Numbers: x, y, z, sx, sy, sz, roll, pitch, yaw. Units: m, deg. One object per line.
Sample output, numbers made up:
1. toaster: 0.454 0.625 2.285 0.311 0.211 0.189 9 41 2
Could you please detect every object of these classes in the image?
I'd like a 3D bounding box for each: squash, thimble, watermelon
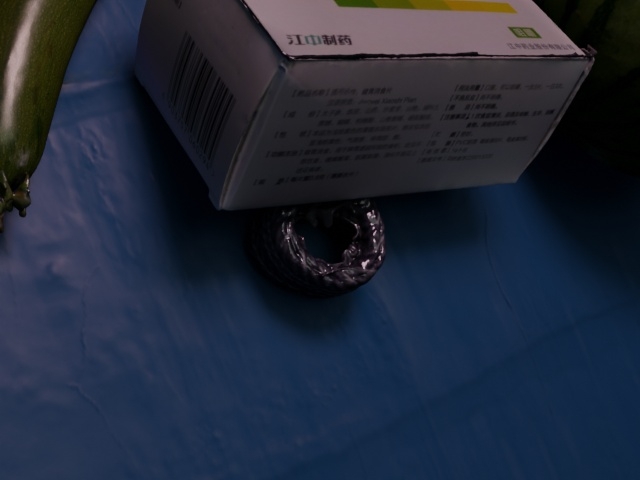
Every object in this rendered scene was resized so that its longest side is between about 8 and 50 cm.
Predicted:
1. squash: -0.207 -0.153 0.721 0.080 0.071 0.318 64 32 -54
2. thimble: -0.002 0.001 0.803 0.104 0.066 0.095 -19 82 -35
3. watermelon: 0.290 -0.192 0.974 0.189 0.331 0.331 -23 85 0

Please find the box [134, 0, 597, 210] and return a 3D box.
1. box: 0.041 -0.142 0.799 0.333 0.145 0.173 -8 50 -36
